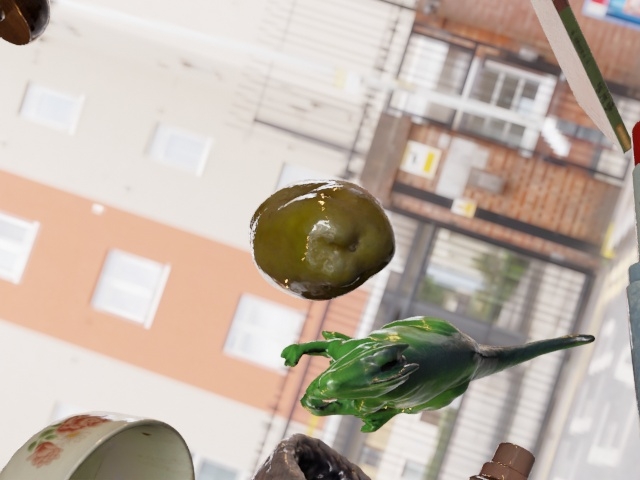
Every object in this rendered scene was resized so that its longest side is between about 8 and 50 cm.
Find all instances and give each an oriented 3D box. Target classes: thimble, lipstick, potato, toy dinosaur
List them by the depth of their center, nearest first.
[{"bbox_3d":[0.278,0.027,1.075,0.061,0.068,0.274,-24,54,41],"label":"lipstick"},{"bbox_3d":[-0.002,-0.004,1.538,0.155,0.137,0.200,-51,21,-3],"label":"potato"},{"bbox_3d":[0.181,0.126,1.626,0.374,0.499,0.144,139,116,-70],"label":"toy dinosaur"},{"bbox_3d":[-0.011,0.420,1.984,0.157,0.217,0.245,-54,37,13],"label":"thimble"}]

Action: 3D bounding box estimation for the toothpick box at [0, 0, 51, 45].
[{"bbox_3d":[-0.418,-0.222,1.372,0.294,0.192,0.192,-48,-15,-18],"label":"toothpick box"}]

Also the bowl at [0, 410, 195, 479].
[{"bbox_3d":[-0.274,0.308,1.467,0.277,0.145,0.277,-38,-43,-47],"label":"bowl"}]

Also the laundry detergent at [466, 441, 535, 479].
[{"bbox_3d":[0.154,0.292,1.227,0.237,0.076,0.171,-60,7,-22],"label":"laundry detergent"}]

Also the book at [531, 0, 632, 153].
[{"bbox_3d":[0.294,-0.258,1.617,0.289,0.026,0.201,60,-173,-23],"label":"book"}]
